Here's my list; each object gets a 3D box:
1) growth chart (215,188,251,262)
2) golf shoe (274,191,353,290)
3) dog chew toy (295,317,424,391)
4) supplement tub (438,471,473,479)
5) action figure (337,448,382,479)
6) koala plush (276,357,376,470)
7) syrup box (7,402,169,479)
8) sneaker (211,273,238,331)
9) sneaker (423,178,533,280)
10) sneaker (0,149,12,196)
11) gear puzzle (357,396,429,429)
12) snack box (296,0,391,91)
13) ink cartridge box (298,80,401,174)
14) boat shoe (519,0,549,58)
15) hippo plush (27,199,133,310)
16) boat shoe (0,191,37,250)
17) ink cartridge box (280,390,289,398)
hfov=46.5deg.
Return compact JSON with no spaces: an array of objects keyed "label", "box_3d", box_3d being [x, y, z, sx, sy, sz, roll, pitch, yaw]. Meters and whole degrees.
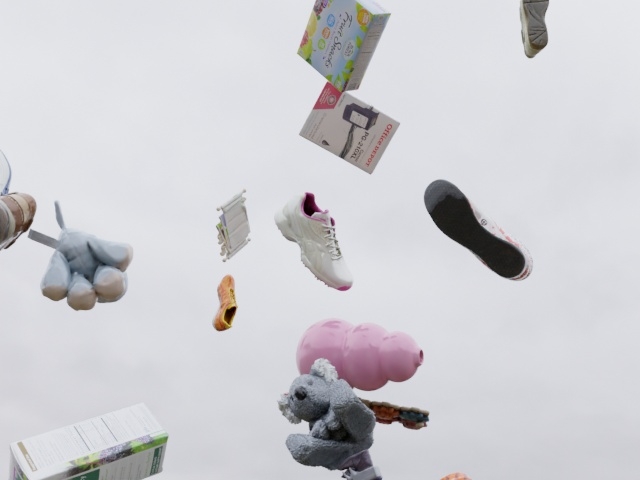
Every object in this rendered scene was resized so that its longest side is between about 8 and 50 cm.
[{"label":"growth chart","box_3d":[-0.313,-0.050,2.673,0.021,0.172,0.237,21,-51,34]},{"label":"golf shoe","box_3d":[0.000,0.000,2.055,0.140,0.306,0.115,-46,-13,31]},{"label":"dog chew toy","box_3d":[0.105,0.304,1.940,0.332,0.206,0.206,-4,-25,27]},{"label":"supplement tub","box_3d":[0.393,0.726,1.762,0.207,0.338,0.207,-17,-54,-24]},{"label":"action figure","box_3d":[0.143,0.569,1.512,0.099,0.285,0.185,-39,-29,4]},{"label":"koala plush","box_3d":[0.001,0.385,1.682,0.196,0.221,0.203,-51,-45,0]},{"label":"syrup box","box_3d":[-0.380,0.360,1.226,0.237,0.096,0.093,-11,-53,-41]},{"label":"sneaker","box_3d":[-0.257,0.175,2.104,0.067,0.175,0.064,-18,-34,32]},{"label":"sneaker","box_3d":[0.332,-0.014,1.558,0.090,0.270,0.145,-49,-25,11]},{"label":"sneaker","box_3d":[-0.872,-0.132,1.844,0.128,0.315,0.182,-23,-26,13]},{"label":"gear puzzle","box_3d":[0.129,0.477,2.060,0.339,0.044,0.175,9,-24,7]},{"label":"snack box","box_3d":[0.050,-0.481,1.738,0.070,0.174,0.207,-21,-33,-41]},{"label":"ink cartridge box","box_3d":[0.085,-0.316,2.091,0.237,0.171,0.100,29,13,-1]},{"label":"boat shoe","box_3d":[0.405,-0.425,1.426,0.056,0.152,0.048,1,-15,-8]},{"label":"hippo plush","box_3d":[-0.647,0.095,2.020,0.294,0.234,0.236,29,-26,6]},{"label":"boat shoe","box_3d":[-0.716,-0.023,1.635,0.324,0.123,0.116,-17,13,44]},{"label":"ink cartridge box","box_3d":[-0.045,0.494,2.313,0.134,0.077,0.231,-13,-10,-9]}]
